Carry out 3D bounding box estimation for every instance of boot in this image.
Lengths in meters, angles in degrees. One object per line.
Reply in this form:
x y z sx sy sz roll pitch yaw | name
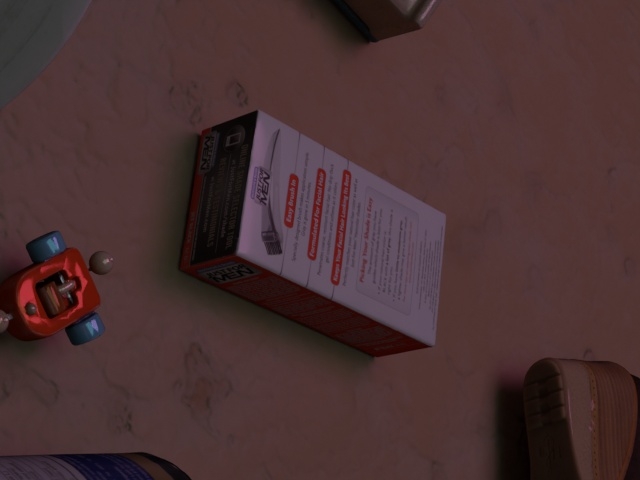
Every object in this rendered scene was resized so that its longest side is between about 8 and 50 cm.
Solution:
0.217 0.210 1.029 0.207 0.090 0.248 25 60 -39 | boot

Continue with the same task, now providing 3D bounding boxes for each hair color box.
0.000 0.000 0.898 0.167 0.053 0.093 28 60 -39 | hair color box

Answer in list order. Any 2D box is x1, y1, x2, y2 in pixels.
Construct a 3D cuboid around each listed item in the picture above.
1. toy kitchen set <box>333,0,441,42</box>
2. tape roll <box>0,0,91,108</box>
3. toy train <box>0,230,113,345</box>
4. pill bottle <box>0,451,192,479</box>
0.037 -0.264 1.004 0.166 0.122 0.207 43 70 -29 | toy kitchen set
-0.192 -0.166 0.573 0.246 0.246 0.169 53 10 -20 | tape roll
-0.176 -0.008 0.724 0.125 0.046 0.166 -41 110 -48 | toy train
-0.156 0.152 0.633 0.219 0.123 0.122 6 73 -45 | pill bottle
